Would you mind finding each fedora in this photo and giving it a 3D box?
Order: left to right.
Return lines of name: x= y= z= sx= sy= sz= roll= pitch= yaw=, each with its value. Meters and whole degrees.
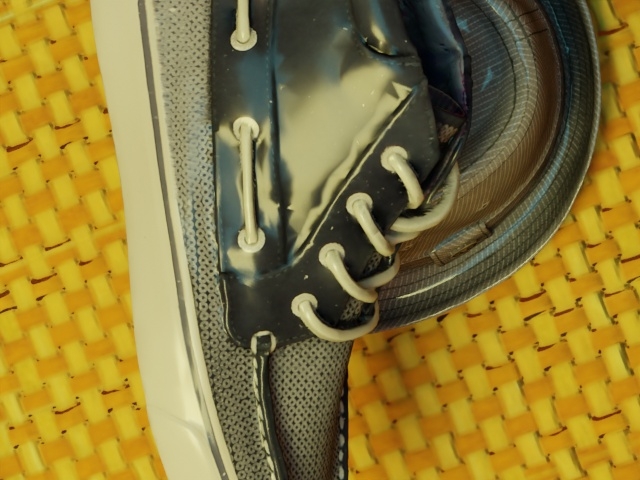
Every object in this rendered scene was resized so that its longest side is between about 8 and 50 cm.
fedora: x=0.017 y=-0.067 z=1.032 sx=0.275 sy=0.124 sz=0.243 roll=-20 pitch=92 yaw=9

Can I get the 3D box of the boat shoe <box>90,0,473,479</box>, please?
boat shoe: x=0.000 y=0.000 z=0.911 sx=0.158 sy=0.127 sz=0.340 roll=-10 pitch=95 yaw=23
